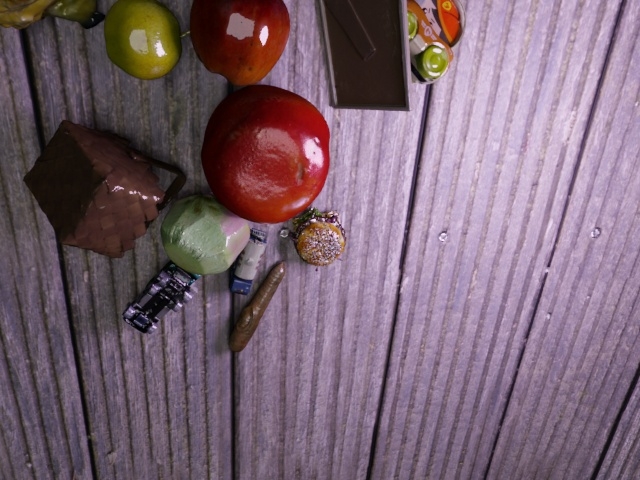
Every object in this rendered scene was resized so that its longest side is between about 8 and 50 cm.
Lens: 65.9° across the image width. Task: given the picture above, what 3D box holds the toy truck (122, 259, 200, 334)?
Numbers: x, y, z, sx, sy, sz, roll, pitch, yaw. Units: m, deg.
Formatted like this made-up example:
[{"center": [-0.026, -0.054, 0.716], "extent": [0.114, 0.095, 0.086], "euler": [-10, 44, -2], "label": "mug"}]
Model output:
[{"center": [-0.453, 0.150, 1.425], "extent": [0.253, 0.124, 0.114], "euler": [-42, 113, 14], "label": "toy truck"}]

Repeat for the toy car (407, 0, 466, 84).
[{"center": [0.256, -0.523, 1.218], "extent": [0.234, 0.145, 0.236], "euler": [-3, 100, -20], "label": "toy car"}]

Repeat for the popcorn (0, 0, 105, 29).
[{"center": [-0.623, -0.574, 1.002], "extent": [0.292, 0.293, 0.237], "euler": [-21, 97, 2], "label": "popcorn"}]

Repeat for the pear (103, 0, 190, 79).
[{"center": [-0.384, -0.466, 1.141], "extent": [0.216, 0.166, 0.180], "euler": [-12, 104, -26], "label": "pear"}]

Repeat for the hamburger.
[{"center": [-0.003, -0.003, 1.430], "extent": [0.163, 0.093, 0.190], "euler": [-22, 114, 3], "label": "hamburger"}]

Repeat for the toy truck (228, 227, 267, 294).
[{"center": [-0.208, 0.063, 1.436], "extent": [0.074, 0.088, 0.202], "euler": [16, 112, -16], "label": "toy truck"}]

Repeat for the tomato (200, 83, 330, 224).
[{"center": [-0.134, -0.216, 1.216], "extent": [0.289, 0.293, 0.325], "euler": [21, 120, -29], "label": "tomato"}]

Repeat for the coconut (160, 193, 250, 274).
[{"center": [-0.299, -0.025, 1.321], "extent": [0.235, 0.236, 0.205], "euler": [-18, 134, 1], "label": "coconut"}]

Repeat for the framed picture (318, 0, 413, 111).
[{"center": [0.103, -0.477, 1.169], "extent": [0.022, 0.247, 0.336], "euler": [-32, 123, -39], "label": "framed picture"}]

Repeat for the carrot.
[{"center": [-0.195, 0.204, 1.518], "extent": [0.070, 0.070, 0.343], "euler": [25, 108, -17], "label": "carrot"}]

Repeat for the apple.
[{"center": [-0.187, -0.478, 1.123], "extent": [0.233, 0.234, 0.234], "euler": [-3, 115, -6], "label": "apple"}]

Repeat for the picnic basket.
[{"center": [-0.511, -0.113, 1.226], "extent": [0.254, 0.291, 0.321], "euler": [-47, 155, 12], "label": "picnic basket"}]
